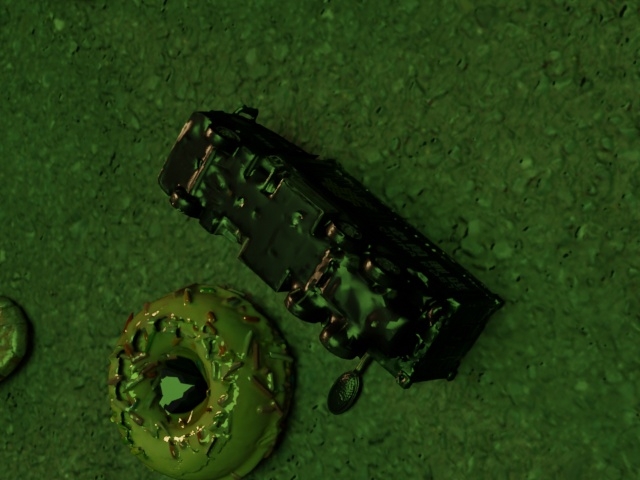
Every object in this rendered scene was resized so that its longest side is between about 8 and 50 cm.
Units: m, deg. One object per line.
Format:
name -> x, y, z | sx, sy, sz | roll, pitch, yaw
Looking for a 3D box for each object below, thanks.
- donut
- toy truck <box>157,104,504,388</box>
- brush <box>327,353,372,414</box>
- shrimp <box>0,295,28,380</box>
donut -> -0.105, 0.120, 1.177 | 0.175, 0.068, 0.174 | 0, 91, 32
toy truck -> 0.000, 0.000, 1.083 | 0.259, 0.121, 0.088 | 41, 111, 25
brush -> 0.030, 0.104, 1.129 | 0.024, 0.008, 0.083 | 44, 111, 28
shrimp -> -0.332, 0.114, 1.342 | 0.161, 0.034, 0.091 | -43, 57, 17
